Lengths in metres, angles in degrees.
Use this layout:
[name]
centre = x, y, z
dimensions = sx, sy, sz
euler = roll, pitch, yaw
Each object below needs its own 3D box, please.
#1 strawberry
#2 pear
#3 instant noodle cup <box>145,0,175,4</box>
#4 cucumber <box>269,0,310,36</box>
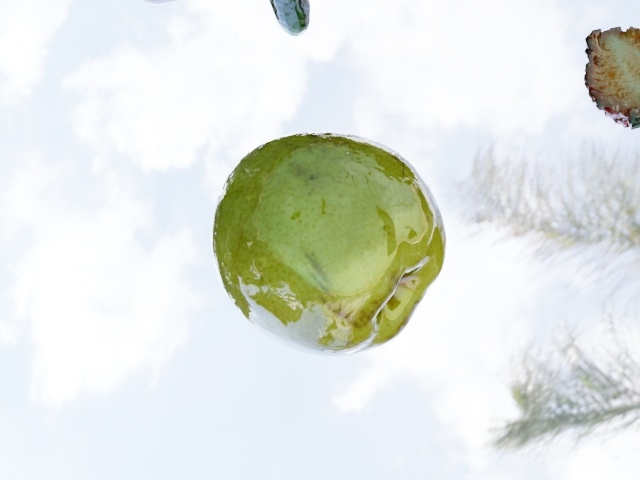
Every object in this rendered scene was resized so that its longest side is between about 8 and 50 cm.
[strawberry]
centre = 0.305, -0.150, 1.152
dimensions = 0.104, 0.048, 0.152
euler = -21, -134, 3
[pear]
centre = 0.000, 0.000, 1.069
dimensions = 0.208, 0.209, 0.209
euler = 5, -118, -10
[instant noodle cup]
centre = -0.119, -0.402, 1.495
dimensions = 0.255, 0.244, 0.244
euler = -15, -117, 13
[cucumber]
centre = -0.051, -0.313, 1.369
dimensions = 0.056, 0.284, 0.056
euler = -3, -111, 8
